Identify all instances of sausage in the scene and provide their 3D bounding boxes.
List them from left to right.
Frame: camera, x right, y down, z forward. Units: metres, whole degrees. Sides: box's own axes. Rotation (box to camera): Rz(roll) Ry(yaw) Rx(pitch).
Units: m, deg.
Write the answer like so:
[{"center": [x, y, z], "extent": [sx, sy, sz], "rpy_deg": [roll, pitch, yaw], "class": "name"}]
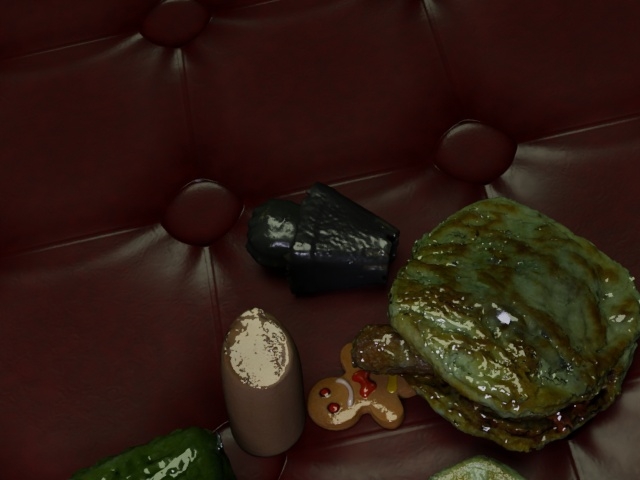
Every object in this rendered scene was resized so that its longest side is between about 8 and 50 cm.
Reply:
[{"center": [-0.086, 0.215, 1.758], "extent": [0.123, 0.253, 0.123], "rpy_deg": [-2, 54, 2], "class": "sausage"}]

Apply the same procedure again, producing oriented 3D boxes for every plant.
[{"center": [0.000, 0.000, 1.962], "extent": [0.256, 0.142, 0.164], "rpy_deg": [9, 58, 11], "class": "plant"}]

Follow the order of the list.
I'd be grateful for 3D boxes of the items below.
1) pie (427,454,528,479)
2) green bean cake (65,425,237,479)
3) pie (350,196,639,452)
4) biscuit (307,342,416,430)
[{"center": [0.228, 0.399, 1.704], "extent": [0.186, 0.041, 0.187], "rpy_deg": [-5, 54, 6], "class": "pie"}, {"center": [-0.223, 0.421, 1.694], "extent": [0.247, 0.156, 0.250], "rpy_deg": [-20, 55, -3], "class": "green bean cake"}, {"center": [0.294, 0.106, 1.808], "extent": [0.395, 0.180, 0.418], "rpy_deg": [28, 51, 19], "class": "pie"}, {"center": [0.093, 0.216, 1.859], "extent": [0.250, 0.036, 0.165], "rpy_deg": [-25, 54, -8], "class": "biscuit"}]
